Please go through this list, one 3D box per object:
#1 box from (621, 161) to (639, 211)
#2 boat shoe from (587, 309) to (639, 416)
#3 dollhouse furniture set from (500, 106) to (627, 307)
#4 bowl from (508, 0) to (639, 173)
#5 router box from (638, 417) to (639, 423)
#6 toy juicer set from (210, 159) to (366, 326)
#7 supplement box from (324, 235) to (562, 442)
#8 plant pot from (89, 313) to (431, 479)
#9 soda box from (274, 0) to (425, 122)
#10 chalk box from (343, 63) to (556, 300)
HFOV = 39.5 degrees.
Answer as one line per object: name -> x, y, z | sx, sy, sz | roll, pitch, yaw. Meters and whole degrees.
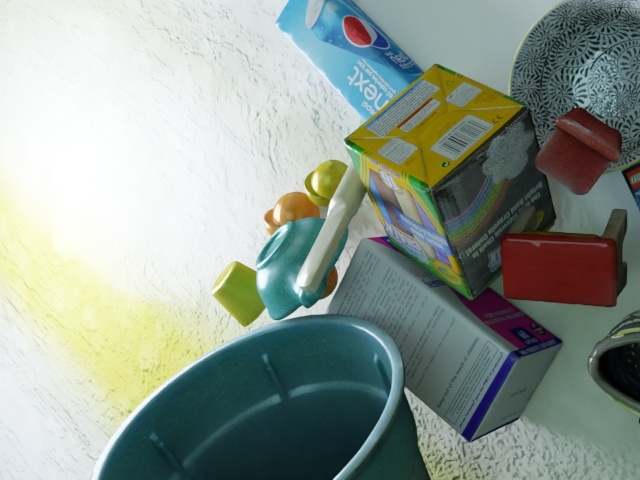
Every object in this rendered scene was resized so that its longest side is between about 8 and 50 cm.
box -> 0.361, -0.052, 0.822 | 0.137, 0.027, 0.094 | -28, 78, 37
boat shoe -> 0.372, 0.132, 0.726 | 0.305, 0.091, 0.109 | 14, 106, 36
dollhouse furniture set -> 0.322, -0.022, 0.706 | 0.374, 0.152, 0.201 | 3, 112, 26
bowl -> 0.274, -0.148, 0.850 | 0.170, 0.080, 0.170 | 5, 97, 39
router box -> 0.387, 0.118, 0.804 | 0.179, 0.046, 0.133 | 8, 98, 38
toy juicer set -> 0.000, 0.000, 1.008 | 0.089, 0.209, 0.329 | 38, 161, -14
supplement box -> 0.129, 0.097, 0.969 | 0.220, 0.111, 0.114 | 37, 115, 30
plant pot -> -0.008, 0.311, 0.927 | 0.341, 0.341, 0.334 | -8, 120, 39
soda box -> 0.042, -0.215, 1.040 | 0.210, 0.067, 0.071 | 50, 122, 24
chalk box -> 0.140, -0.044, 0.900 | 0.132, 0.213, 0.132 | -41, 46, -13
